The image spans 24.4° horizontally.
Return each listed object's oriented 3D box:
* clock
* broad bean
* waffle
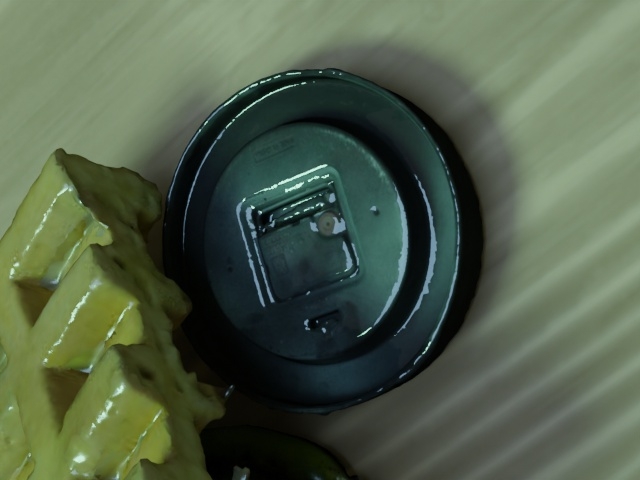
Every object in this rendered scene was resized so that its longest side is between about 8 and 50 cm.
[{"bbox_3d":[0.000,0.000,0.795,0.184,0.040,0.184,0,89,30],"label":"clock"},{"bbox_3d":[-0.070,0.141,0.837,0.227,0.039,0.069,-7,93,27],"label":"broad bean"},{"bbox_3d":[-0.149,0.168,0.764,0.304,0.077,0.348,-53,38,26],"label":"waffle"}]
